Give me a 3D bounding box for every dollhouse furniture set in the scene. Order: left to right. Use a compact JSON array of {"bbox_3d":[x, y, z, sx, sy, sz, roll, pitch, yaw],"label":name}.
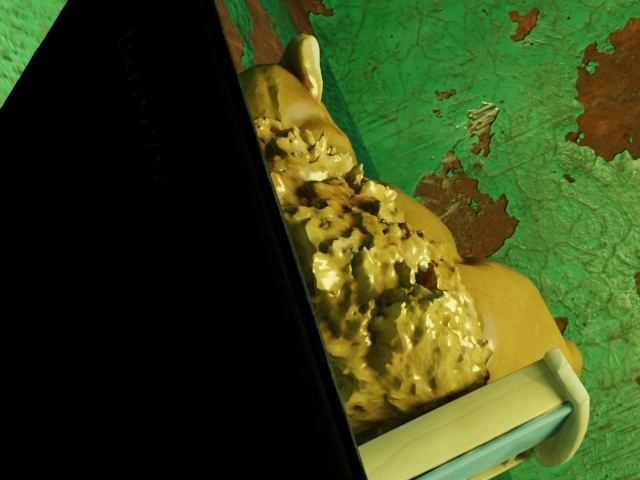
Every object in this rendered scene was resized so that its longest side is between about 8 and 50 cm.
[{"bbox_3d":[0.139,0.285,0.938,0.303,0.198,0.286,61,-15,23],"label":"dollhouse furniture set"}]

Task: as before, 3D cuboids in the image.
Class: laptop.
[{"bbox_3d":[-0.040,0.144,0.573,0.408,0.236,0.382,51,18,-57],"label":"laptop"}]

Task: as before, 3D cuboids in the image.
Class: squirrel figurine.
[{"bbox_3d":[0.000,0.000,1.084,0.371,0.281,0.397,62,6,15],"label":"squirrel figurine"}]
